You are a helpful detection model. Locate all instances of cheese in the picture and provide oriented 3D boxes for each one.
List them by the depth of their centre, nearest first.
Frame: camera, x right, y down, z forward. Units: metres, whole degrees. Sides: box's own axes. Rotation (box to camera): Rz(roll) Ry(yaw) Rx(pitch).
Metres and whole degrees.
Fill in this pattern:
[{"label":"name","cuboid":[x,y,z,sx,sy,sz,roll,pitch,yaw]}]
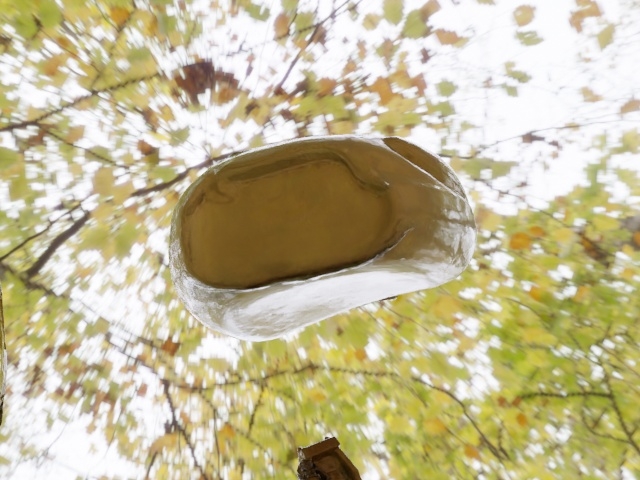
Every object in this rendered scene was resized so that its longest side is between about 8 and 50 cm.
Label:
[{"label":"cheese","cuboid":[0.000,0.000,1.197,0.266,0.233,0.127,-15,-108,16]}]

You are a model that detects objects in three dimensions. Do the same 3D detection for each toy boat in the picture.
[{"label":"toy boat","cuboid":[0.045,0.246,1.122,0.057,0.077,0.200,-16,-122,-34]}]

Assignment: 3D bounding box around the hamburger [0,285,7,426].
[{"label":"hamburger","cuboid":[-0.323,0.060,0.740,0.276,0.237,0.276,0,-91,12]}]
